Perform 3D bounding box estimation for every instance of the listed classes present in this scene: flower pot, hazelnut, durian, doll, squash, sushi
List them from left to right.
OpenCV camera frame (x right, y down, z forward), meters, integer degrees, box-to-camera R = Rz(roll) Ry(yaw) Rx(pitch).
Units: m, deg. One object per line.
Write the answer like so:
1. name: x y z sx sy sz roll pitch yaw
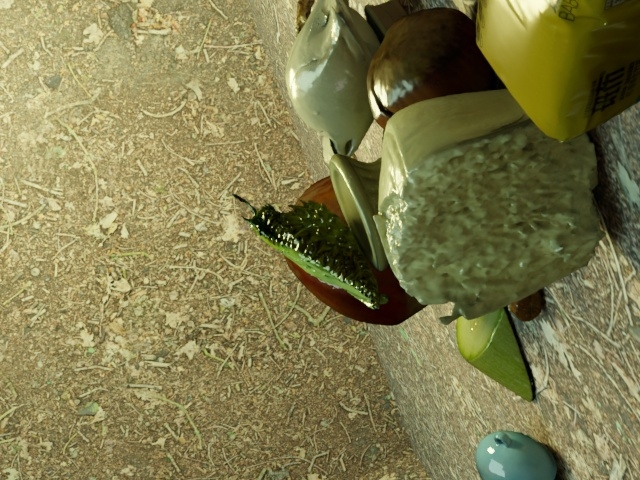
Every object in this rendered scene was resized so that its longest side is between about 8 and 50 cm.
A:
1. durian: -0.005 0.003 1.869 0.375 0.107 0.132 35 168 33
2. hazelnut: 0.111 0.004 2.102 0.366 0.365 0.366 156 90 -83
3. flower pot: 0.159 -0.094 1.812 0.307 0.244 0.308 157 90 -82
4. hazelnut: 0.175 -0.228 1.551 0.208 0.208 0.208 156 90 -83
5. squash: 0.369 0.208 2.185 0.237 0.154 0.204 -134 58 -76
6. doll: 0.426 0.496 2.244 0.177 0.141 0.314 13 147 41
7. sushi: 0.347 0.094 1.820 0.060 0.061 0.118 -109 21 -48

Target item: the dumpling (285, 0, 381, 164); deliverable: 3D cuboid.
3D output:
1. dumpling: 0.025 -0.319 1.876 0.341 0.181 0.260 57 -156 -45

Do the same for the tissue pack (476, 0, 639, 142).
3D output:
1. tissue pack: 0.246 -0.247 1.052 0.271 0.134 0.192 79 164 -64

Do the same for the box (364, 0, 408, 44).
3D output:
1. box: 0.130 -0.359 1.874 0.122 0.062 0.089 61 171 30

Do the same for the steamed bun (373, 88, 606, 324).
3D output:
1. steamed bun: 0.213 -0.089 1.362 0.272 0.290 0.274 95 161 -48

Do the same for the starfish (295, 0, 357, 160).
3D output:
1. starfish: 0.026 -0.401 2.339 0.398 0.132 0.384 -117 2 -53
